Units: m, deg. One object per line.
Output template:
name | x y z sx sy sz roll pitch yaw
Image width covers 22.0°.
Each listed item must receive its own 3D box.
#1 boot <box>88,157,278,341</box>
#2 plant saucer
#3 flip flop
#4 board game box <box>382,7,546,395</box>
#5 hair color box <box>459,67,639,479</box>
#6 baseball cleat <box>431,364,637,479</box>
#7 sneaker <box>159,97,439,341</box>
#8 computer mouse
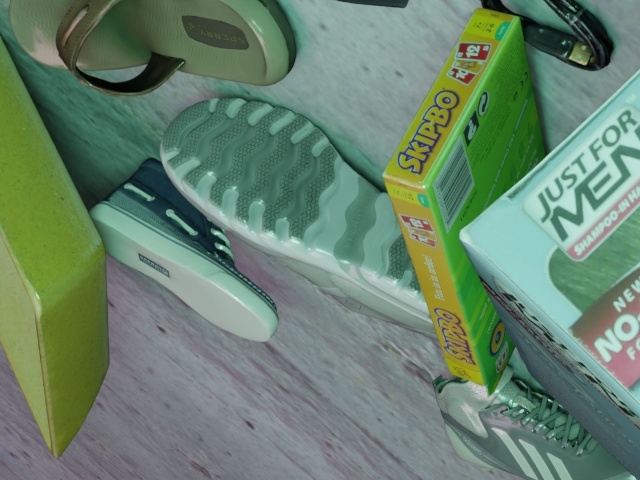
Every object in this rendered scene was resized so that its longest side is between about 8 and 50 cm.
boot | -0.096 0.002 1.351 0.190 0.086 0.069 33 151 15
plant saucer | -0.265 -0.019 1.426 0.333 0.081 0.333 62 162 23
flip flop | -0.136 -0.144 1.176 0.277 0.080 0.112 14 145 40
board game box | 0.101 -0.013 1.005 0.039 0.124 0.259 17 154 27
hair color box | 0.184 0.009 0.740 0.113 0.185 0.374 46 180 17
baseball cleat | 0.166 0.144 1.266 0.206 0.072 0.109 3 131 44
sneaker | 0.000 0.000 1.205 0.281 0.105 0.115 32 153 11
computer mouse | 0.059 -0.146 0.973 0.242 0.041 0.071 24 149 26
